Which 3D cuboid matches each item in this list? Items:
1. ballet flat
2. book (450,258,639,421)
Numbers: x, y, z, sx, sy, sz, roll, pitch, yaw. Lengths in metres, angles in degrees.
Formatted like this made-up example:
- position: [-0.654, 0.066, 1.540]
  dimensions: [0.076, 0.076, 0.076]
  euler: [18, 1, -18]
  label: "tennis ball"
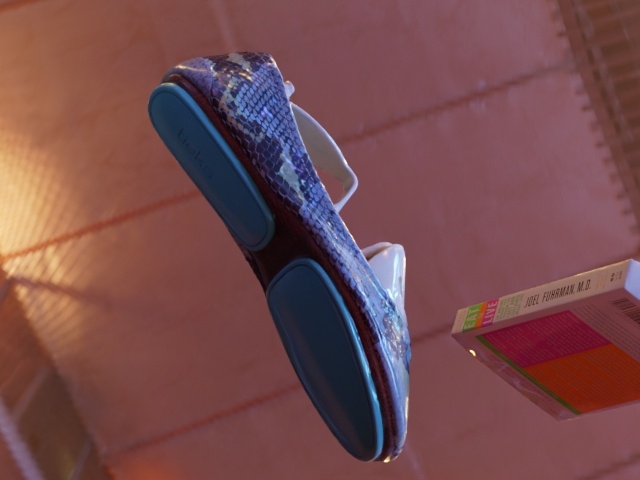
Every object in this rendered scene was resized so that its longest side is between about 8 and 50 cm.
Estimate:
- position: [0.000, 0.000, 0.740]
  dimensions: [0.070, 0.070, 0.188]
  euler: [-29, -92, 15]
  label: "ballet flat"
- position: [0.154, 0.056, 0.987]
  dimensions: [0.096, 0.035, 0.144]
  euler: [33, -29, -25]
  label: "book"
